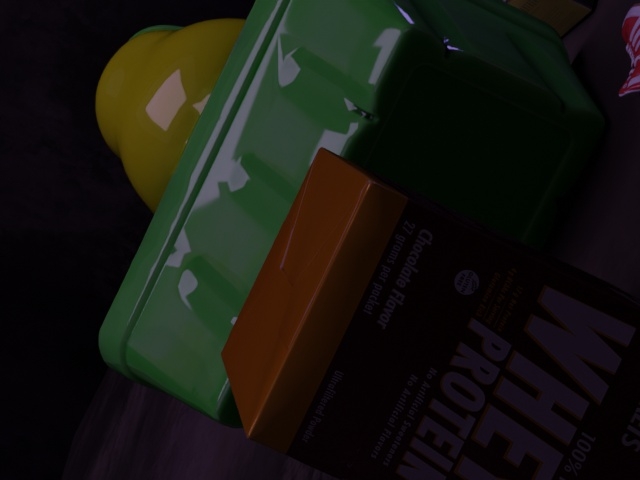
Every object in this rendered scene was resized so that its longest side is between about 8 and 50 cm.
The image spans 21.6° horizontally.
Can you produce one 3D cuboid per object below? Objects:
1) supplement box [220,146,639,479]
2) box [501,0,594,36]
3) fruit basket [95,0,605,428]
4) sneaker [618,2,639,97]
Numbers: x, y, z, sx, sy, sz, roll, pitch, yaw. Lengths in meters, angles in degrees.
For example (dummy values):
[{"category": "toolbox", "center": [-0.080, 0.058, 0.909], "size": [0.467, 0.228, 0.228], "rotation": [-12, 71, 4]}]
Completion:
[{"category": "supplement box", "center": [0.069, 0.058, 0.841], "size": [0.129, 0.194, 0.191], "rotation": [-65, 10, 4]}, {"category": "box", "center": [0.207, -0.274, 1.327], "size": [0.087, 0.058, 0.232], "rotation": [138, 154, -68]}, {"category": "fruit basket", "center": [-0.011, -0.044, 1.244], "size": [0.392, 0.283, 0.392], "rotation": [-45, 33, 41]}, {"category": "sneaker", "center": [0.199, -0.104, 1.001], "size": [0.067, 0.042, 0.118], "rotation": [-62, 12, 0]}]
